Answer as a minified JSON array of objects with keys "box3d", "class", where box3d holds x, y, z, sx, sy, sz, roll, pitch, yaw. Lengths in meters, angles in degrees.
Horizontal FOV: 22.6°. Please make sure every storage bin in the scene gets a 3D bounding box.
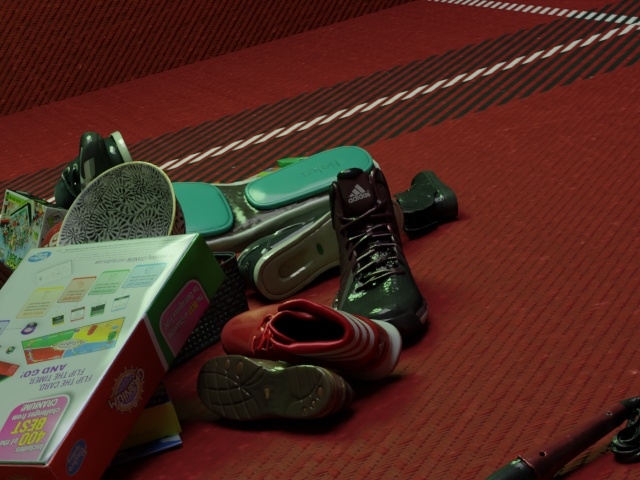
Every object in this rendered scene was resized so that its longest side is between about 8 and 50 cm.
[{"box3d":[-0.181,0.083,1.862,0.122,0.084,0.180,0,21,39],"class":"storage bin"}]

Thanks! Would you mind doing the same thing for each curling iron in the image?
[{"box3d":[0.179,0.186,1.287,0.274,0.035,0.068,-20,17,-25],"class":"curling iron"}]

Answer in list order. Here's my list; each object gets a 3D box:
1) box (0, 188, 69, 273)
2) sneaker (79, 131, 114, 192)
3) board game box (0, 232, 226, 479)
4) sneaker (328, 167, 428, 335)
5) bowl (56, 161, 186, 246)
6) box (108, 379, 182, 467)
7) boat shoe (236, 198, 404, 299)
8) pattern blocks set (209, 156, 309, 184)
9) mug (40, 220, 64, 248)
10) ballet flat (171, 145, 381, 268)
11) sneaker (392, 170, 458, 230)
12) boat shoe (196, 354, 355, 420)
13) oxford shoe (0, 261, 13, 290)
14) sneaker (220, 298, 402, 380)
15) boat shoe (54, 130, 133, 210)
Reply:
[{"box3d":[-0.420,-0.005,2.310,0.036,0.114,0.207,11,3,-28],"class":"box"},{"box3d":[-0.252,-0.053,2.158,0.132,0.229,0.086,-6,36,-6],"class":"sneaker"},{"box3d":[-0.266,0.126,1.594,0.242,0.064,0.316,-4,39,35],"class":"board game box"},{"box3d":[0.047,0.006,1.791,0.106,0.163,0.281,-13,15,0],"class":"sneaker"},{"box3d":[-0.208,0.004,1.799,0.170,0.170,0.080,-2,-25,35],"class":"bowl"},{"box3d":[-0.205,0.176,1.630,0.109,0.042,0.178,-17,15,-8],"class":"box"},{"box3d":[0.000,0.000,2.002,0.233,0.084,0.079,-25,19,-27],"class":"boat shoe"},{"box3d":[-0.087,-0.078,2.456,0.285,0.026,0.325,-5,17,28],"class":"pattern blocks set"},{"box3d":[-0.312,0.064,2.051,0.113,0.150,0.169,28,11,-17],"class":"mug"},{"box3d":[-0.107,-0.013,2.054,0.400,0.139,0.139,-13,15,-12],"class":"ballet flat"},{"box3d":[0.125,-0.052,2.138,0.089,0.051,0.170,-12,18,-13],"class":"sneaker"},{"box3d":[-0.045,0.149,1.575,0.178,0.064,0.060,1,-10,38],"class":"boat shoe"},{"box3d":[-0.433,0.085,1.951,0.130,0.123,0.348,-46,24,0],"class":"oxford shoe"},{"box3d":[-0.037,0.086,1.624,0.221,0.087,0.128,-3,-22,36],"class":"sneaker"},{"box3d":[-0.331,-0.067,2.322,0.113,0.127,0.340,-20,-1,-16],"class":"boat shoe"}]
